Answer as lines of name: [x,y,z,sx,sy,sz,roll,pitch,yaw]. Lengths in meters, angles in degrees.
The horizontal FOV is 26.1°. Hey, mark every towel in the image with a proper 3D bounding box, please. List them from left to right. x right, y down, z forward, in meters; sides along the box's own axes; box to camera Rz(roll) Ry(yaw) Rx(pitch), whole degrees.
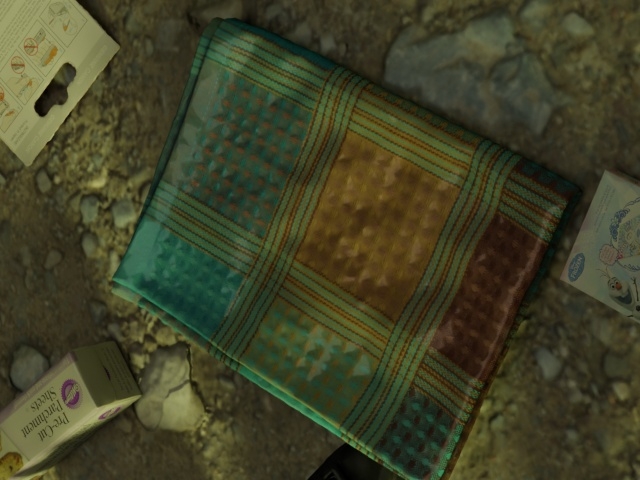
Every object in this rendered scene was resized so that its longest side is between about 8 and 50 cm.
towel: [0.000,0.000,1.119,0.370,0.040,0.271,30,104,31]

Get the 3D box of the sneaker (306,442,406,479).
sneaker: [-0.013,0.242,1.124,0.079,0.121,0.217,49,120,22]

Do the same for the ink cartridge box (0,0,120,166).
ink cartridge box: [-0.306,-0.215,1.352,0.225,0.056,0.181,46,121,3]

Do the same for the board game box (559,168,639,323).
board game box: [0.227,0.008,0.982,0.090,0.020,0.090,31,113,30]

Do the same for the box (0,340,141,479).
box: [-0.304,0.208,1.375,0.324,0.063,0.067,-38,74,33]
